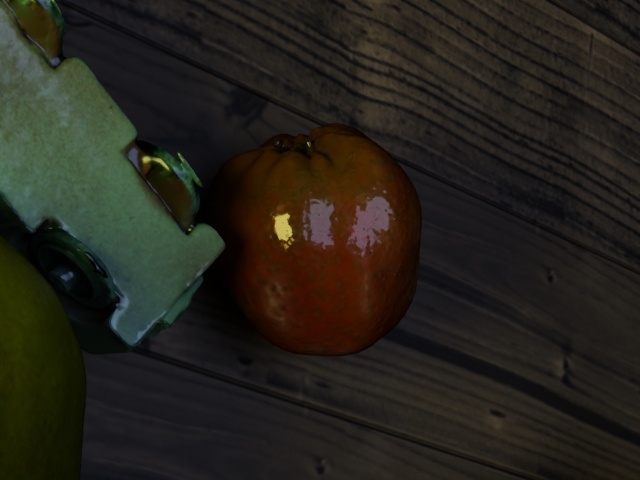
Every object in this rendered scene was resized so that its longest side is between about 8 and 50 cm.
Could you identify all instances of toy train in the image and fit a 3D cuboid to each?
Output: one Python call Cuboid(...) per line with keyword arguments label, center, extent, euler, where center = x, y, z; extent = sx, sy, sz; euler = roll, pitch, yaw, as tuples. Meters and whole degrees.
Cuboid(label="toy train", center=(-0.210, -0.067, 0.967), extent=(0.326, 0.159, 0.129), euler=(53, 55, -21))

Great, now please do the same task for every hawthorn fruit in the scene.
Cuboid(label="hawthorn fruit", center=(0.000, 0.000, 1.110), extent=(0.189, 0.189, 0.189), euler=(11, 73, -37))

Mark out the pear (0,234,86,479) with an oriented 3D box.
Cuboid(label="pear", center=(-0.267, 0.109, 0.815), extent=(0.269, 0.269, 0.321), euler=(-2, 81, -39))
